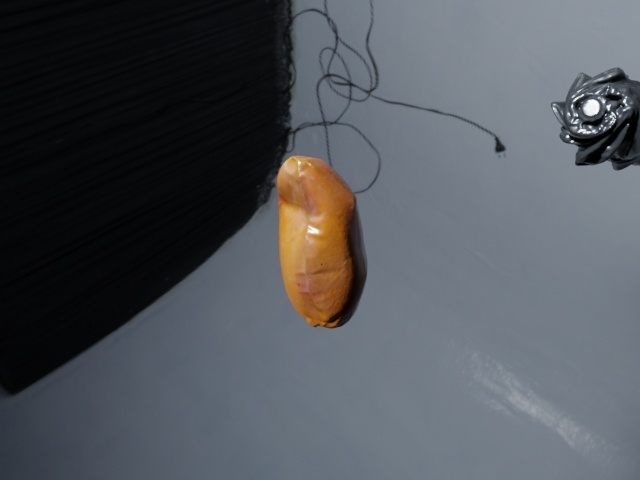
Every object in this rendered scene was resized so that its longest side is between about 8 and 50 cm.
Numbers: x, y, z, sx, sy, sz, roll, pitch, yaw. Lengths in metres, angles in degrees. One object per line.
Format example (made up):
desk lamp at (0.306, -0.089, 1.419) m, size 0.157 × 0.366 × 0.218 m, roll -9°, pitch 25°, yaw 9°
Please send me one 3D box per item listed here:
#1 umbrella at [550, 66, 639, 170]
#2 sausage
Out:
umbrella at (0.410, -0.141, 0.743) m, size 0.118 × 0.340 × 0.118 m, roll -3°, pitch 86°, yaw 36°
sausage at (0.000, 0.000, 0.542) m, size 0.089 × 0.089 × 0.179 m, roll 13°, pitch 118°, yaw 45°
